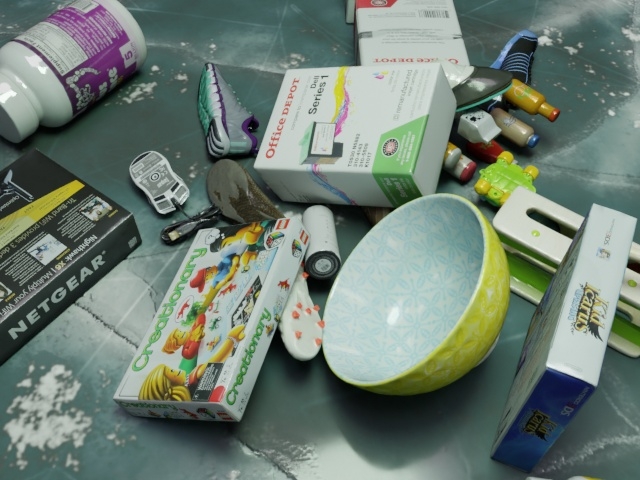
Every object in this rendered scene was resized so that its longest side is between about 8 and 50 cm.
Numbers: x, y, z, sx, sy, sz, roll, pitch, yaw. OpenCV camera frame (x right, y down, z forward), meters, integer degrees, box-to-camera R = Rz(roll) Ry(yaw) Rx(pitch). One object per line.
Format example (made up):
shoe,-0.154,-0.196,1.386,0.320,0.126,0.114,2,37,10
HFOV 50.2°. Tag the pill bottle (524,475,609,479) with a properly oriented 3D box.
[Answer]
pill bottle,0.344,0.341,0.794,0.209,0.119,0.119,7,53,5

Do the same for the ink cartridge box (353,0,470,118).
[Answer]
ink cartridge box,0.168,-0.361,1.322,0.197,0.114,0.273,0,48,0

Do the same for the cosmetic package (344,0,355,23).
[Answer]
cosmetic package,0.145,-0.573,1.469,0.184,0.151,0.151,0,52,-2

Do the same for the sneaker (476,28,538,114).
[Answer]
sneaker,0.376,-0.318,1.327,0.090,0.081,0.232,34,66,19

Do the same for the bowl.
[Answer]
bowl,0.154,0.096,0.937,0.156,0.289,0.289,35,47,-29

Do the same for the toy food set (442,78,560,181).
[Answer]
toy food set,0.304,-0.171,1.189,0.232,0.111,0.104,-39,62,-24

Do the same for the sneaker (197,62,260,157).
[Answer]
sneaker,-0.170,-0.238,1.274,0.098,0.083,0.223,3,54,-25

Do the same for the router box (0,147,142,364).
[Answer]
router box,-0.476,0.018,1.057,0.243,0.081,0.309,32,59,22

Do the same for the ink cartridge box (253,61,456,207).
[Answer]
ink cartridge box,0.056,-0.169,1.102,0.278,0.117,0.201,5,67,29

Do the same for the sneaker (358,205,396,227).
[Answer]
sneaker,0.087,-0.067,1.151,0.071,0.066,0.188,-13,49,15

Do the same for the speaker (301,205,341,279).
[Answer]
speaker,0.000,0.000,1.066,0.055,0.055,0.136,-3,33,-3

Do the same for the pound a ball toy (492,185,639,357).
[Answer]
pound a ball toy,0.411,0.021,0.983,0.319,0.208,0.136,30,58,21

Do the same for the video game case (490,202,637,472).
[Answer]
video game case,0.302,0.130,0.860,0.061,0.269,0.244,20,55,13

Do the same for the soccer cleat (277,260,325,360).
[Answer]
soccer cleat,-0.044,0.105,0.992,0.068,0.076,0.196,25,32,-30

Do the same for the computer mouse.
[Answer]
computer mouse,-0.255,-0.079,1.156,0.106,0.042,0.193,-37,62,-7

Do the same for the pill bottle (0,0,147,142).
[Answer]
pill bottle,-0.480,-0.315,1.257,0.169,0.169,0.301,29,58,20

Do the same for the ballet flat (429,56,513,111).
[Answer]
ballet flat,0.185,-0.249,1.176,0.280,0.096,0.095,-22,27,24

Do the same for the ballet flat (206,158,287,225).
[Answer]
ballet flat,-0.108,-0.049,1.133,0.084,0.058,0.250,-52,56,9

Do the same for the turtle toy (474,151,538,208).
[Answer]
turtle toy,0.323,-0.082,1.149,0.130,0.066,0.095,35,70,21

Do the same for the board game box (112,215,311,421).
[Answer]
board game box,-0.145,0.103,0.962,0.193,0.053,0.305,-7,46,32
